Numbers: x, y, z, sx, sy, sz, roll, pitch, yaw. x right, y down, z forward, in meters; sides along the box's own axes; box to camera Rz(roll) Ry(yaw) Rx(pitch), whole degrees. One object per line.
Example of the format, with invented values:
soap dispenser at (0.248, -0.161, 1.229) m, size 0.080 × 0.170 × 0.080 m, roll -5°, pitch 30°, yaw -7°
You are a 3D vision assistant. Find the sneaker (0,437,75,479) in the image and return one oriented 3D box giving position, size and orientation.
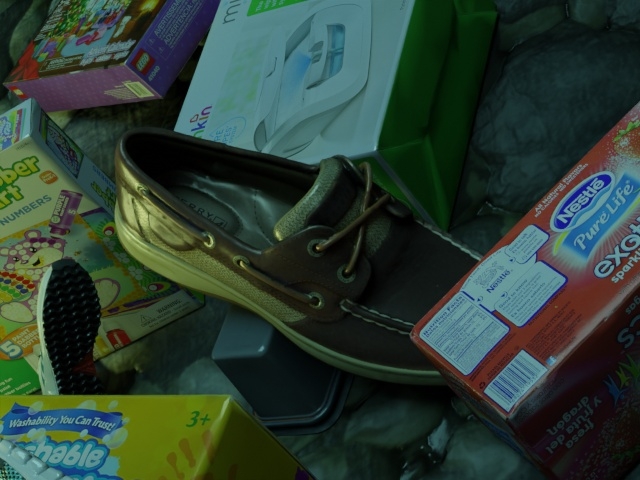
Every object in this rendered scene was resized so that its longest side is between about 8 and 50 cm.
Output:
sneaker at (-0.197, 0.186, 1.166) m, size 0.166 × 0.065 × 0.076 m, roll 20°, pitch 69°, yaw 48°

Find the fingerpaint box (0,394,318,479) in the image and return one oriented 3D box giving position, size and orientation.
fingerpaint box at (-0.255, 0.304, 1.281) m, size 0.445 × 0.163 × 0.371 m, roll -3°, pitch 51°, yaw 39°

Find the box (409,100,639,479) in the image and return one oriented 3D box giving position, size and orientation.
box at (0.206, 0.034, 1.176) m, size 0.257 × 0.122 × 0.128 m, roll -45°, pitch 38°, yaw -5°

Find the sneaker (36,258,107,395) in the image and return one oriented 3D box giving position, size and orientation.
sneaker at (-0.223, 0.093, 1.488) m, size 0.057 × 0.161 × 0.075 m, roll -16°, pitch 16°, yaw -33°

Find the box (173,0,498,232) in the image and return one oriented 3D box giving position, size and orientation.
box at (0.009, -0.118, 1.502) m, size 0.231 × 0.127 × 0.262 m, roll -9°, pitch 49°, yaw 33°

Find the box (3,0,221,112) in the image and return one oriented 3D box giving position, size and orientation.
box at (-0.198, -0.231, 1.796) m, size 0.293 × 0.057 × 0.201 m, roll 0°, pitch 54°, yaw 56°

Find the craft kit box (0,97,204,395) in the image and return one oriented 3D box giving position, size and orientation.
craft kit box at (-0.270, 0.023, 1.504) m, size 0.250 × 0.246 × 0.061 m, roll -28°, pitch 38°, yaw 19°

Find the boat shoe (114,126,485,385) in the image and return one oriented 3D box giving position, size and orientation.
boat shoe at (0.000, 0.000, 1.282) m, size 0.342 × 0.123 × 0.123 m, roll 23°, pitch 59°, yaw 15°

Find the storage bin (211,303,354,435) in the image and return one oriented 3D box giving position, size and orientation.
storage bin at (-0.031, 0.072, 1.374) m, size 0.098 × 0.091 × 0.135 m, roll -8°, pitch 48°, yaw 36°
